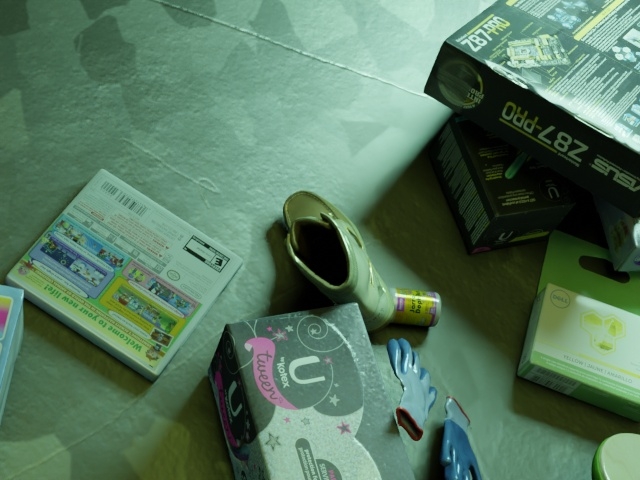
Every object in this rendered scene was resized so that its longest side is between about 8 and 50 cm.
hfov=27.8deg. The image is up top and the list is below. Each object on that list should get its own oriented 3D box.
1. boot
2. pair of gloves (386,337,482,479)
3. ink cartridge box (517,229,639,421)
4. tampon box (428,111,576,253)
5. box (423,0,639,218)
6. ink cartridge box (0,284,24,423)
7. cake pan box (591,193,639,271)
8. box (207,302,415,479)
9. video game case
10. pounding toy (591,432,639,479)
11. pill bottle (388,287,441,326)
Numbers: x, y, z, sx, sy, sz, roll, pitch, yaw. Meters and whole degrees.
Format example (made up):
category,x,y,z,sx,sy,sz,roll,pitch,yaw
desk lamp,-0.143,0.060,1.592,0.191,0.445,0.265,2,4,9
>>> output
category,x,y,z,sx,sy,sz,roll,pitch,yaw
boot,0.000,0.000,1.524,0.077,0.165,0.213,-36,61,5
pair of gloves,0.130,0.206,1.464,0.198,0.023,0.159,54,21,-21
ink cartridge box,0.357,0.095,1.643,0.171,0.056,0.235,21,59,-3
tampon box,0.234,-0.082,1.680,0.121,0.101,0.161,-9,64,-20
box,0.365,-0.221,1.697,0.318,0.097,0.395,34,42,13
ink cartridge box,-0.526,0.154,1.319,0.396,0.151,0.270,10,59,-7
cake pan box,0.492,-0.079,1.762,0.246,0.070,0.266,3,55,-15
box,-0.013,0.213,1.422,0.163,0.142,0.247,-8,63,-19
video game case,-0.230,0.037,1.535,0.212,0.023,0.193,33,58,4
pounding toy,0.384,0.320,1.508,0.183,0.110,0.237,46,32,21
pill bottle,0.103,0.081,1.587,0.083,0.043,0.043,6,60,-12
